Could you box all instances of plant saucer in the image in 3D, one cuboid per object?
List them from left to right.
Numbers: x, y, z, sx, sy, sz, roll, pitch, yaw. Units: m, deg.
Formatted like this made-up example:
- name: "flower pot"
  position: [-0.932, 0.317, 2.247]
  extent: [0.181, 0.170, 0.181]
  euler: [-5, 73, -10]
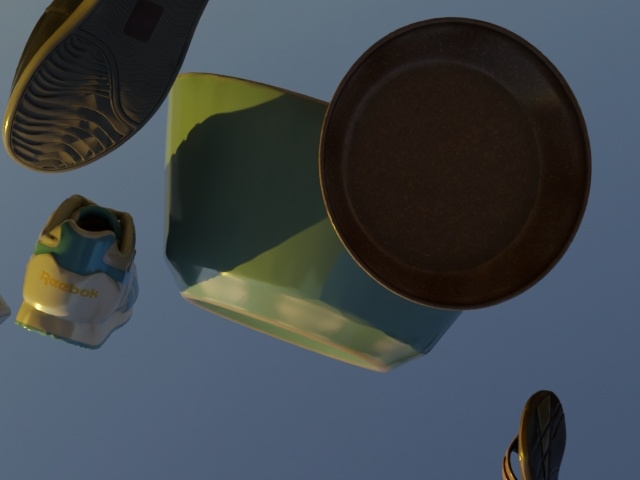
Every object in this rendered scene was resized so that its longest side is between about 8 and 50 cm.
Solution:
- name: "plant saucer"
  position: [0.089, -0.052, 1.190]
  extent: [0.198, 0.199, 0.036]
  euler: [-35, -172, -15]

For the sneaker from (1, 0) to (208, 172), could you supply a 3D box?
- name: "sneaker"
  position: [-0.126, -0.150, 1.073]
  extent: [0.222, 0.083, 0.118]
  euler: [-53, -149, 16]

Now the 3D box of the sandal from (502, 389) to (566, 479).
- name: "sandal"
  position: [0.251, 0.275, 2.088]
  extent: [0.060, 0.219, 0.090]
  euler: [17, -139, 31]

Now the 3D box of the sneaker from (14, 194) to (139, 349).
- name: "sneaker"
  position: [-0.174, 0.014, 1.334]
  extent: [0.229, 0.087, 0.092]
  euler: [-108, -142, -79]

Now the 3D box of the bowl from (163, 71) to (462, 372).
- name: "bowl"
  position: [0.000, 0.000, 1.381]
  extent: [0.311, 0.311, 0.163]
  euler: [8, -104, 58]

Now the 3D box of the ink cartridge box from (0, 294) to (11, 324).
- name: "ink cartridge box"
  position: [-0.400, 0.048, 1.637]
  extent: [0.082, 0.140, 0.190]
  euler: [-40, 171, 22]
